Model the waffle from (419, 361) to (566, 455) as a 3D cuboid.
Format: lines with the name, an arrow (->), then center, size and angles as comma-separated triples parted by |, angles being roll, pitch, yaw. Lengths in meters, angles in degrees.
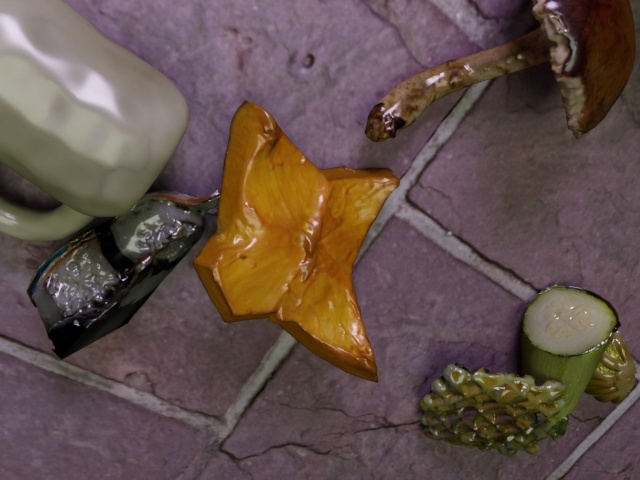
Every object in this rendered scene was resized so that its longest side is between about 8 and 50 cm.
waffle -> 0.274, 0.289, 0.904 | 0.224, 0.054, 0.204 | 9, 132, 4

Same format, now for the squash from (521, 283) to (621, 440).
squash -> 0.381, 0.222, 0.917 | 0.137, 0.137, 0.287 | -4, 122, -11

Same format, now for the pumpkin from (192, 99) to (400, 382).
pumpkin -> -0.020, 0.013, 0.673 | 0.258, 0.095, 0.290 | 15, 81, -34

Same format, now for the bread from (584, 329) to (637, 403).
bread -> 0.485, 0.215, 0.957 | 0.095, 0.083, 0.157 | 5, 114, -2

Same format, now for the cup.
cup -> -0.280, -0.101, 0.570 | 0.202, 0.173, 0.255 | 35, 92, -23

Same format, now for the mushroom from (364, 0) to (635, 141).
mushroom -> 0.218, -0.243, 0.656 | 0.302, 0.233, 0.208 | 7, 139, 8

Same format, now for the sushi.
sushi -> -0.240, 0.005, 0.675 | 0.109, 0.134, 0.273 | 44, 107, 2
